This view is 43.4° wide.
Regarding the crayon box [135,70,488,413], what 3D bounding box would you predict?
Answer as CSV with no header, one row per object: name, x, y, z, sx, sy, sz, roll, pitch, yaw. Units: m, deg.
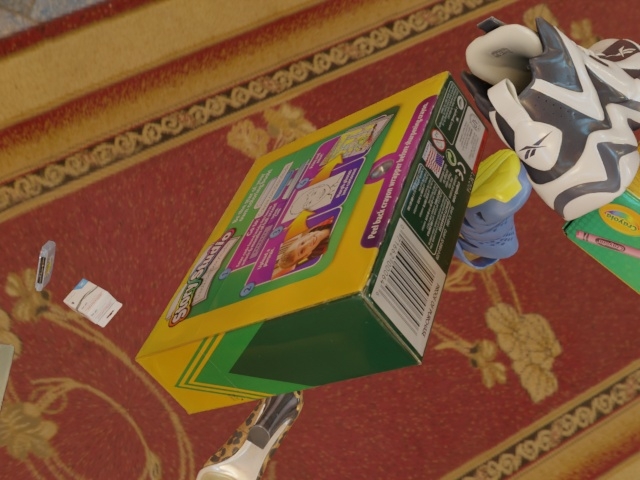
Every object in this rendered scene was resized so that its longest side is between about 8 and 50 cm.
crayon box,0.000,0.000,0.896,0.106,0.313,0.363,50,42,-24

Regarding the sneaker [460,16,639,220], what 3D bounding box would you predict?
sneaker,0.192,-0.140,0.659,0.153,0.094,0.235,45,50,-14

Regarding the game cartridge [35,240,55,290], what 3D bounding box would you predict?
game cartridge,-0.498,0.045,1.461,0.017,0.056,0.083,12,107,-9

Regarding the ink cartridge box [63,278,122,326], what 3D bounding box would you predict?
ink cartridge box,-0.352,0.096,1.244,0.083,0.028,0.048,20,64,37

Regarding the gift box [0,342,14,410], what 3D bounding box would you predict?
gift box,-0.331,0.139,0.487,0.276,0.258,0.255,6,81,-3

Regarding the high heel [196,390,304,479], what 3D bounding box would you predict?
high heel,-0.119,0.358,1.398,0.093,0.261,0.186,38,28,3

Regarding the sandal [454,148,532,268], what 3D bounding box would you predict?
sandal,0.236,-0.034,1.135,0.126,0.317,0.138,-37,88,-4

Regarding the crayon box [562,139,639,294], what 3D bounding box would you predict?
crayon box,0.385,0.019,0.744,0.278,0.081,0.165,41,48,14
